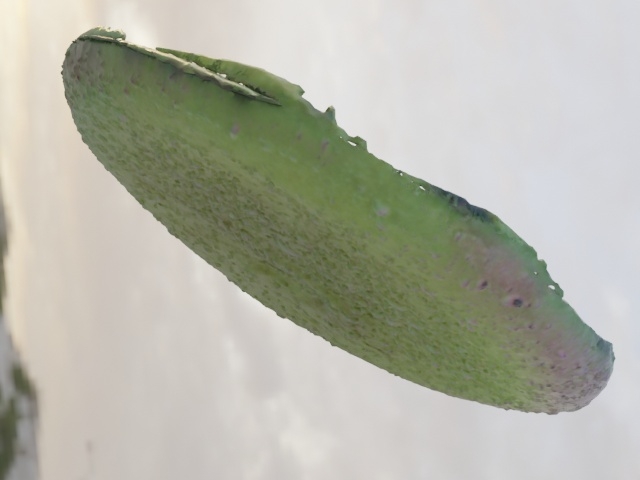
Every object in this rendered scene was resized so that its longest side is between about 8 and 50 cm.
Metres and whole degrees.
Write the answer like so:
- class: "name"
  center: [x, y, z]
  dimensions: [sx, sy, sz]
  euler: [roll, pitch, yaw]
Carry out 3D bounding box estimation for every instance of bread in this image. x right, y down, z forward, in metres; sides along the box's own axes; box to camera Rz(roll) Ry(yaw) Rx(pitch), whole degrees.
- class: "bread"
  center: [0.002, 0.000, 0.876]
  dimensions: [0.045, 0.301, 0.301]
  euler: [-59, -169, -13]
